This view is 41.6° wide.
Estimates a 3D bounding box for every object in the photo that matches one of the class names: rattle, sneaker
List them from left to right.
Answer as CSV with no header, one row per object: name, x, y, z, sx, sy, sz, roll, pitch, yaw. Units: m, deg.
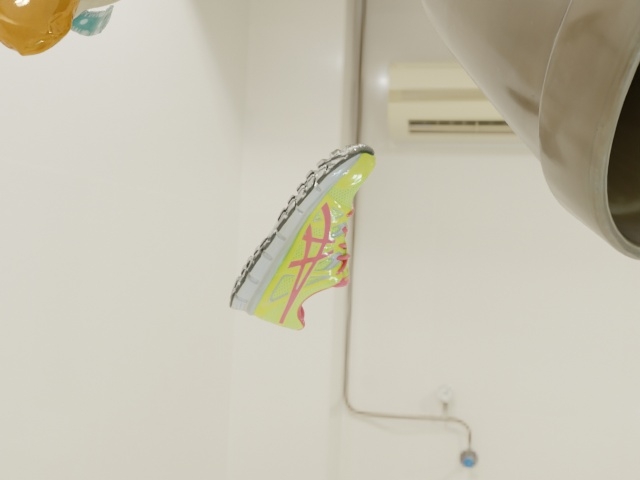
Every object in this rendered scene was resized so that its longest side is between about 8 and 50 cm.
rattle,-0.180,-0.150,0.592,0.130,0.143,0.199,-16,-14,-27
sneaker,0.000,0.000,0.826,0.094,0.209,0.081,33,17,-8

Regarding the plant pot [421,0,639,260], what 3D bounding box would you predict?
plant pot,0.235,-0.190,0.666,0.323,0.323,0.280,6,27,-41
